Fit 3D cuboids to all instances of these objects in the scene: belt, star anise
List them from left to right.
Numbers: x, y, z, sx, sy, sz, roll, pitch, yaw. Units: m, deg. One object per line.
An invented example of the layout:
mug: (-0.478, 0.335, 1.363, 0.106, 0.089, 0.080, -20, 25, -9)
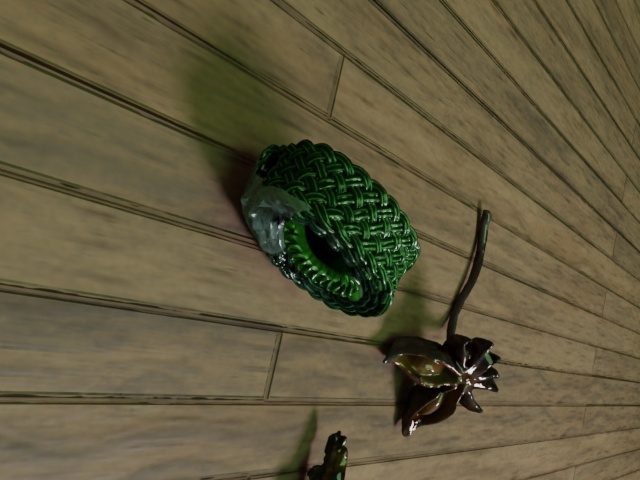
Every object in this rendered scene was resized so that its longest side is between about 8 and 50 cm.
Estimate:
belt: (0.000, 0.000, 0.461, 0.079, 0.121, 0.151, -54, 129, -26)
star anise: (0.143, 0.084, 0.730, 0.148, 0.218, 0.227, 34, 22, -17)

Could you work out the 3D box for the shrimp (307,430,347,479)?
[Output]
shrimp: (0.010, 0.313, 0.576, 0.145, 0.059, 0.255, 35, 70, -50)
